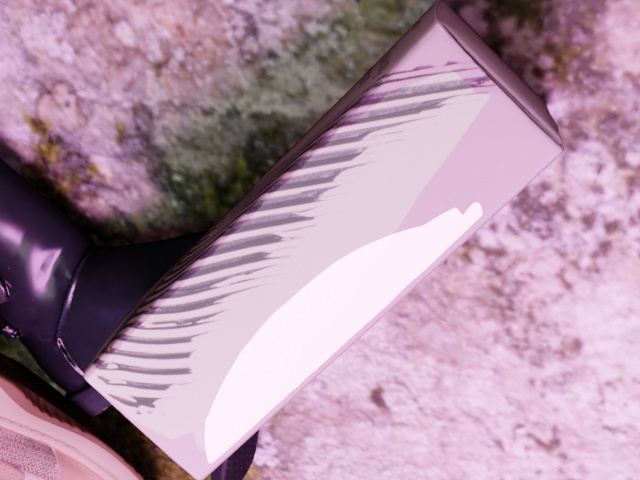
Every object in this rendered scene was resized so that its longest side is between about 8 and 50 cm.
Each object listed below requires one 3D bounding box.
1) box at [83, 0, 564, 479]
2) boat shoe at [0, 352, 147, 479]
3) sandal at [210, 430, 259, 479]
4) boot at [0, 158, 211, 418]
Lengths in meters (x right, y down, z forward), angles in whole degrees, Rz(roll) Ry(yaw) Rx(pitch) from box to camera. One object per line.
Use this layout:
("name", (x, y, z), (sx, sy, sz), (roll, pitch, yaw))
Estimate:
("box", (0.000, 0.000, 0.634), (0.094, 0.113, 0.275), (43, 106, -8))
("boat shoe", (-0.240, 0.150, 0.833), (0.121, 0.110, 0.341), (31, 167, 44))
("sandal", (-0.068, 0.118, 0.837), (0.040, 0.067, 0.179), (28, 133, 18))
("boot", (-0.177, 0.009, 0.787), (0.207, 0.094, 0.246), (43, 135, -13))
